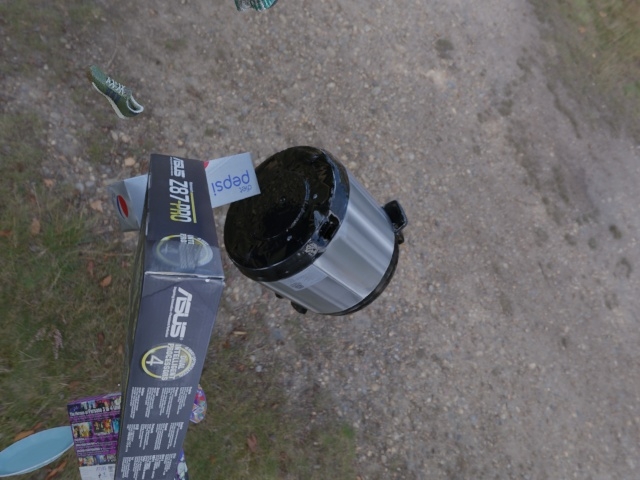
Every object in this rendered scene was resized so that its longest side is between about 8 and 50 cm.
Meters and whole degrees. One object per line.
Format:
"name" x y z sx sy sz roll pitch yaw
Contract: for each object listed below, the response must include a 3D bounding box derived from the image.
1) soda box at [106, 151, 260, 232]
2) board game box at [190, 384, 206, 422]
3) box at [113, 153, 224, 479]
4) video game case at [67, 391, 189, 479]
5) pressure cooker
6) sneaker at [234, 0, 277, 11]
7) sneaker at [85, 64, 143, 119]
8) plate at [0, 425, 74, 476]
"soda box" -0.267 -0.104 0.878 0.286 0.091 0.098 -24 106 -42
"board game box" -0.336 0.367 1.066 0.033 0.133 0.169 -41 119 10
"box" -0.241 0.110 0.655 0.097 0.395 0.318 8 29 -22
"video game case" -0.380 0.405 0.847 0.042 0.232 0.210 -8 84 -72
"pressure cooker" 0.000 0.005 1.147 0.420 0.370 0.375 37 71 -45
"sneaker" -0.104 -0.462 0.794 0.076 0.166 0.065 -24 126 -20
"sneaker" -0.621 -0.460 1.323 0.086 0.192 0.064 -6 56 12
"plate" -0.664 0.496 1.007 0.188 0.188 0.024 -14 98 -28
